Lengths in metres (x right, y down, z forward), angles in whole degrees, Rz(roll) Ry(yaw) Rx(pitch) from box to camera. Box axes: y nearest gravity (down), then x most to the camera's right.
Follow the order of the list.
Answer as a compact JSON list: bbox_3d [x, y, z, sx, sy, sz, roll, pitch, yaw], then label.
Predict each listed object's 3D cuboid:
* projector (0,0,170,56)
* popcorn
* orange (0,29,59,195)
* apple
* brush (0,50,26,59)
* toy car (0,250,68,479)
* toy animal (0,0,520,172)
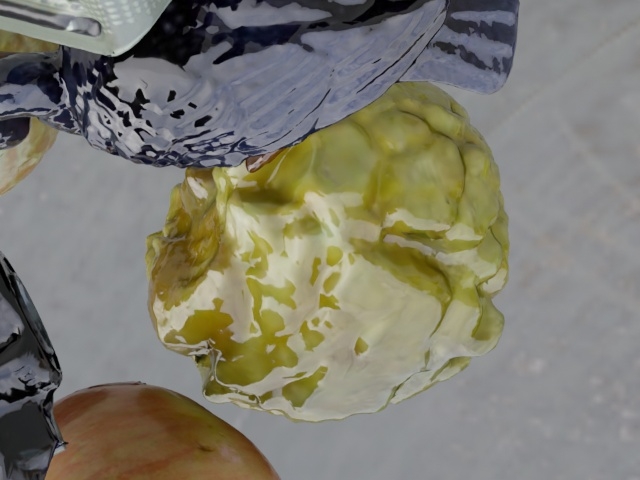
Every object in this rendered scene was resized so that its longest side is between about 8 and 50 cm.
[{"bbox_3d":[-0.102,-0.227,0.811,0.163,0.242,0.177,19,148,25],"label":"projector"},{"bbox_3d":[0.005,-0.005,1.206,0.249,0.225,0.249,-2,140,-1],"label":"popcorn"},{"bbox_3d":[-0.345,-0.149,1.429,0.329,0.329,0.249,2,130,19],"label":"orange"},{"bbox_3d":[-0.112,0.187,1.127,0.164,0.209,0.209,2,169,-35],"label":"apple"},{"bbox_3d":[-0.105,-0.104,1.208,0.314,0.017,0.090,0,146,-22],"label":"brush"},{"bbox_3d":[-0.240,0.023,0.879,0.193,0.301,0.118,-27,168,-4],"label":"toy car"},{"bbox_3d":[-0.049,-0.095,0.985,0.298,0.122,0.185,-8,173,26],"label":"toy animal"}]
